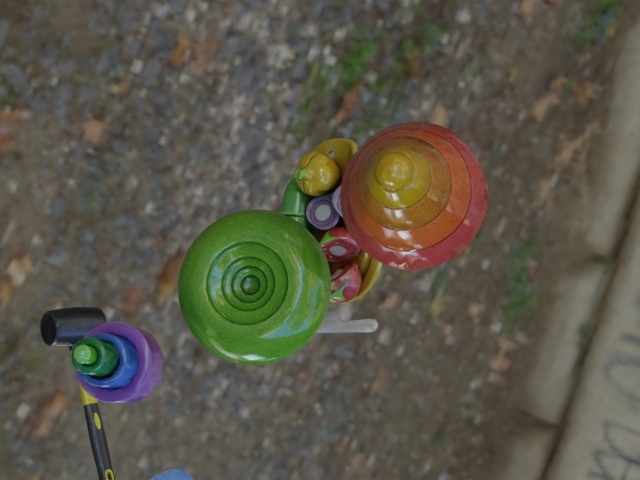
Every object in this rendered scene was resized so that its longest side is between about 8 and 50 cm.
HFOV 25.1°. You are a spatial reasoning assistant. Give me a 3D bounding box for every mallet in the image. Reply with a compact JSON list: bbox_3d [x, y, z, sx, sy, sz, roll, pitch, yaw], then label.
[{"bbox_3d":[-0.222,0.155,1.431,0.062,0.190,0.039,-13,169,-42],"label":"mallet"}]

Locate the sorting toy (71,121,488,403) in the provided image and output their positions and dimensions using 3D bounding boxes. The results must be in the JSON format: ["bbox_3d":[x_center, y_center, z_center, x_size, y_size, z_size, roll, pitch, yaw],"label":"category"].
[{"bbox_3d":[-0.043,0.017,1.111,0.365,0.127,0.126,-30,167,5],"label":"sorting toy"}]

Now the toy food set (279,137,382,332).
[{"bbox_3d":[0.000,0.000,1.531,0.071,0.128,0.218,-4,98,-48],"label":"toy food set"}]

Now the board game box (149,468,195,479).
[{"bbox_3d":[-0.152,0.347,1.635,0.033,0.168,0.133,-39,-164,43],"label":"board game box"}]
